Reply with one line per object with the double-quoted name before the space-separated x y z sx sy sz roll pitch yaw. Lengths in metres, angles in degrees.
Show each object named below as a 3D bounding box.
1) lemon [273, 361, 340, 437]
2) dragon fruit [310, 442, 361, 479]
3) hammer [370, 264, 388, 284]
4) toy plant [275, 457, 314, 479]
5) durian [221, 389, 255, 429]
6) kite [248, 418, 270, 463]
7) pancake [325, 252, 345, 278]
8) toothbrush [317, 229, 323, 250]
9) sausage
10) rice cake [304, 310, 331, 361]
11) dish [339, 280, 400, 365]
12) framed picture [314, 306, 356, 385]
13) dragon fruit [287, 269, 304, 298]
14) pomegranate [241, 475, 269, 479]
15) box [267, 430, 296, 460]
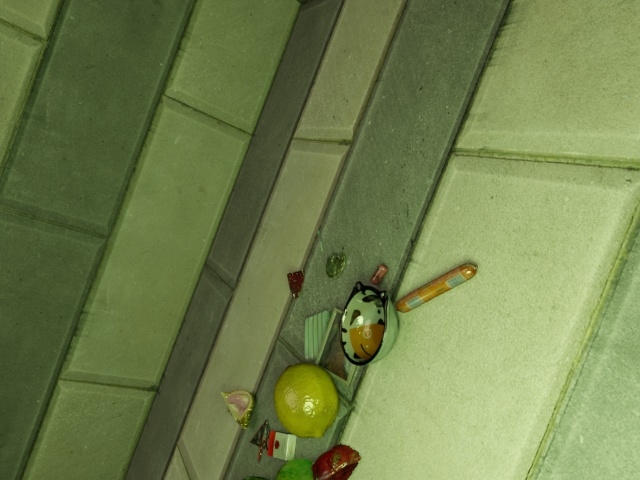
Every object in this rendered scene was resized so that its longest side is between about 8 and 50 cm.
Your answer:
"lemon" -0.052 0.589 1.719 0.267 0.267 0.267 -33 48 45
"dragon fruit" 0.046 0.761 1.597 0.161 0.127 0.120 -58 42 21
"hammer" 0.221 0.129 1.746 0.083 0.043 0.043 -60 33 18
"toy plant" -0.080 0.975 1.660 0.224 0.185 0.315 -155 69 -63
"durian" -0.392 0.809 2.226 0.183 0.132 0.165 -4 81 44
"kite" -0.262 0.903 2.089 0.232 0.009 0.189 -12 65 55
"pancake" 0.062 0.109 2.015 0.130 0.023 0.116 -4 73 56
"toothbrush" 0.000 0.000 2.180 0.013 0.011 0.131 112 155 -46
"sausage" 0.365 0.158 1.498 0.348 0.053 0.053 -39 44 40
"rice cake" -0.011 0.406 1.952 0.189 0.037 0.198 -27 52 47
"dish" 0.188 0.299 1.620 0.303 0.120 0.302 -35 47 49
"framed picture" 0.083 0.404 1.776 0.184 0.016 0.249 21 91 39
"dragon fruit" -0.122 0.213 2.203 0.063 0.097 0.131 -25 72 53
"pomegranate" -0.270 1.043 1.858 0.263 0.211 0.210 -151 82 -78
"box" -0.162 0.855 1.932 0.152 0.048 0.100 -22 53 53
